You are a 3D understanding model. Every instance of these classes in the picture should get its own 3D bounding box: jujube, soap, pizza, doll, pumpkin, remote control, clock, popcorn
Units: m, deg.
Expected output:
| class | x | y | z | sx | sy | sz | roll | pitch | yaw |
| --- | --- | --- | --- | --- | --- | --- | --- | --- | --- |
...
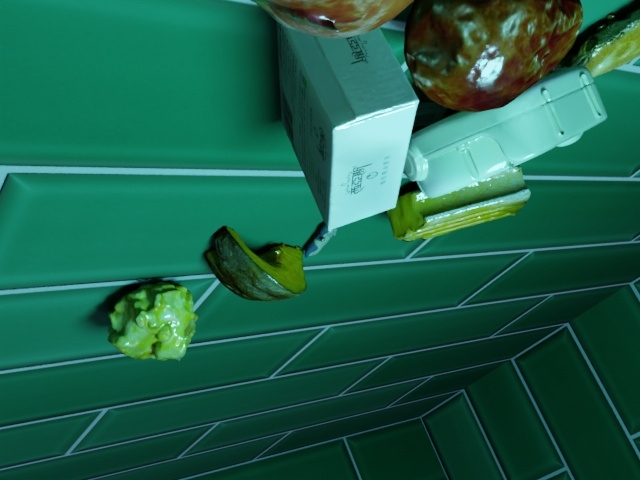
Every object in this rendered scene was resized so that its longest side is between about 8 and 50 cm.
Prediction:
| class | x | y | z | sx | sy | sz | roll | pitch | yaw |
| --- | --- | --- | --- | --- | --- | --- | --- | --- | --- |
| jujube | 0.224 | -0.263 | 1.005 | 0.255 | 0.190 | 0.190 | -19 | 158 | -30 |
| soap | 0.257 | -0.064 | 1.533 | 0.257 | 0.080 | 0.160 | -14 | 167 | -3 |
| pizza | 0.488 | -0.323 | 1.261 | 0.271 | 0.056 | 0.134 | -29 | 159 | 17 |
| doll | 0.000 | 0.000 | 1.541 | 0.037 | 0.027 | 0.125 | -22 | 160 | -35 |
| pumpkin | -0.113 | 0.078 | 1.462 | 0.130 | 0.149 | 0.254 | -40 | 154 | 17 |
| remote control | 0.145 | -0.197 | 1.261 | 0.124 | 0.018 | 0.053 | -11 | 156 | -26 |
| clock | 0.253 | -0.155 | 1.233 | 0.265 | 0.108 | 0.324 | -27 | -176 | -42 |
| popcorn | -0.305 | 0.144 | 1.454 | 0.173 | 0.142 | 0.173 | 4 | 155 | 2 |

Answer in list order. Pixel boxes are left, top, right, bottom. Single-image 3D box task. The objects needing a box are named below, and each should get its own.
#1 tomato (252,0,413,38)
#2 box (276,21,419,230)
| class | x | y | z | sx | sy | sz | roll | pitch | yaw |
| --- | --- | --- | --- | --- | --- | --- | --- | --- | --- |
| tomato | -0.007 | -0.297 | 0.610 | 0.265 | 0.265 | 0.265 | -20 | 157 | -9 |
| box | 0.024 | -0.160 | 1.004 | 0.111 | 0.194 | 0.260 | -18 | 157 | -11 |
